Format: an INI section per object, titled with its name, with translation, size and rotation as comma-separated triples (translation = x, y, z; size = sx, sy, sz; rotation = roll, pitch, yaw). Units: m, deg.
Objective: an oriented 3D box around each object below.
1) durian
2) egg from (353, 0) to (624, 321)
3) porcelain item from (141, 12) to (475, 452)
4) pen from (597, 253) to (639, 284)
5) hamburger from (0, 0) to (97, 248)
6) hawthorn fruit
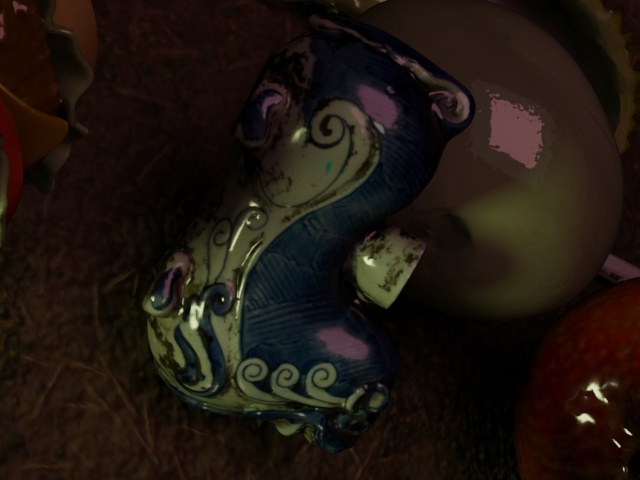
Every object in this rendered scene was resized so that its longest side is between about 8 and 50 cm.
[durian]
translation = 0.134, -0.169, 1.471
size = 0.355, 0.157, 0.169
rotation = 37, 70, -24
[egg]
translation = 0.110, -0.061, 1.359
size = 0.269, 0.219, 0.219
rotation = 43, 51, -17
[porcelain item]
translation = 0.000, 0.000, 1.215
size = 0.186, 0.288, 0.138
rotation = 28, 11, -3
[pen]
translation = 0.263, 0.030, 1.586
size = 0.218, 0.026, 0.026
rotation = 25, 58, -31
[hamburger]
translation = -0.278, -0.084, 1.002
size = 0.274, 0.274, 0.212
rotation = 47, 43, -16
[hawthorn fruit]
translation = 0.316, 0.145, 1.433
size = 0.369, 0.284, 0.285
rotation = -27, 91, -52
